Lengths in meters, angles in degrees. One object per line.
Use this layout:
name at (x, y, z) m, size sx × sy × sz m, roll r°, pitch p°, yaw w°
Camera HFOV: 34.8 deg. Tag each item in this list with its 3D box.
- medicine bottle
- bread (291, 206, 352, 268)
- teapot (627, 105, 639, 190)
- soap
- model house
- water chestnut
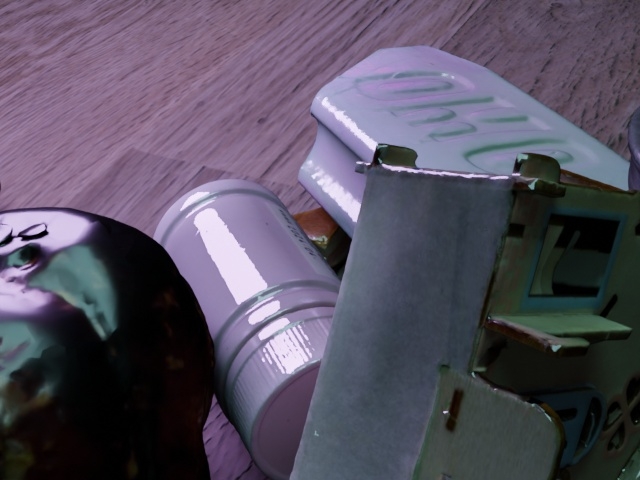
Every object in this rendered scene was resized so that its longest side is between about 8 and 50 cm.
medicine bottle at (-0.041, 0.063, 0.807) m, size 0.133 × 0.133 × 0.249 m, roll -23°, pitch 37°, yaw -12°
bread at (0.000, 0.000, 0.946) m, size 0.109 × 0.043 × 0.062 m, roll -16°, pitch 36°, yaw -7°
teapot at (0.371, -0.002, 0.689) m, size 0.322 × 0.239 × 0.239 m, roll -20°, pitch 32°, yaw -11°
soap at (0.120, -0.057, 0.892) m, size 0.208 × 0.115 × 0.347 m, roll -9°, pitch 33°, yaw -25°
model house at (0.120, 0.110, 0.620) m, size 0.169 × 0.326 × 0.244 m, roll 22°, pitch 13°, yaw 40°
water chestnut at (-0.201, 0.116, 0.705) m, size 0.289 × 0.244 × 0.289 m, roll -7°, pitch 43°, yaw 6°
